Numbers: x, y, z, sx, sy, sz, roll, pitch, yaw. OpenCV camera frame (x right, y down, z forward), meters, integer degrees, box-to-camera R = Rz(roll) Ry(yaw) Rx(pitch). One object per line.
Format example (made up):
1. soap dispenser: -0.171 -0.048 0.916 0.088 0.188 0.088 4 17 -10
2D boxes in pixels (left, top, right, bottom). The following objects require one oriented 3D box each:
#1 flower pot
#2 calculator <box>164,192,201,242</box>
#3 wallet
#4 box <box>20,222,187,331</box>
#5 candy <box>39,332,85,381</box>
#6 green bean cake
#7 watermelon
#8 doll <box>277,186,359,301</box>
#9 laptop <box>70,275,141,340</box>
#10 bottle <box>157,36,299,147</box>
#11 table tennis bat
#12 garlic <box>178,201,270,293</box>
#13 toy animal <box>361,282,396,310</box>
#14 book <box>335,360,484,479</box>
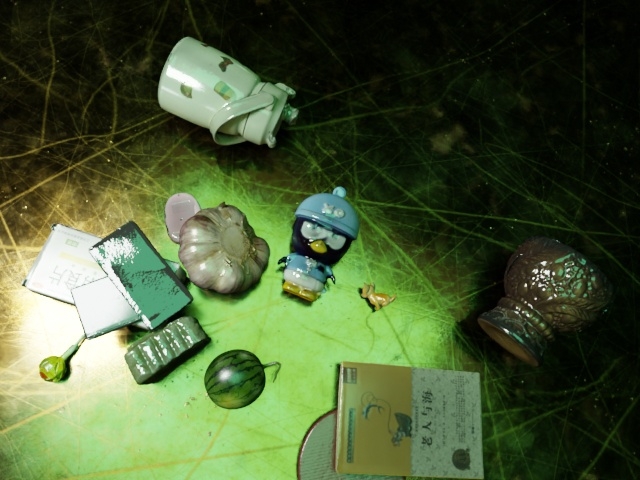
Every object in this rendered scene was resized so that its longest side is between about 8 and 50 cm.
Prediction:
1. flower pot: 0.566 0.167 1.404 0.267 0.266 0.267 42 85 5
2. calculator: -0.363 -0.050 1.451 0.103 0.024 0.165 -14 77 -11
3. wallet: -0.411 0.079 1.245 0.124 0.025 0.244 -38 82 -15
4. box: -0.520 0.097 1.331 0.333 0.145 0.173 19 72 -3
5. candy: -0.608 0.262 1.331 0.062 0.058 0.193 49 64 -22
6. green bean cake: -0.358 0.258 1.289 0.185 0.183 0.094 -30 80 -12
7. watermelon: -0.187 0.330 1.316 0.188 0.140 0.140 -17 78 -14
8. doll: 0.000 0.000 1.425 0.177 0.141 0.313 22 77 -4
9. laptop: -0.468 0.138 1.245 0.180 0.016 0.129 -21 80 -12
10. bottle: -0.240 -0.370 1.463 0.352 0.229 0.229 26 74 -3
11. table tennis bat: 0.088 0.621 1.320 0.268 0.051 0.414 -8 75 -11
12. garlic: -0.252 0.030 1.378 0.245 0.161 0.244 17 59 -31
13. toy animal: 0.152 0.142 1.450 0.081 0.060 0.083 -36 81 26
14. book: 0.230 0.453 1.366 0.390 0.032 0.268 7 71 -12
